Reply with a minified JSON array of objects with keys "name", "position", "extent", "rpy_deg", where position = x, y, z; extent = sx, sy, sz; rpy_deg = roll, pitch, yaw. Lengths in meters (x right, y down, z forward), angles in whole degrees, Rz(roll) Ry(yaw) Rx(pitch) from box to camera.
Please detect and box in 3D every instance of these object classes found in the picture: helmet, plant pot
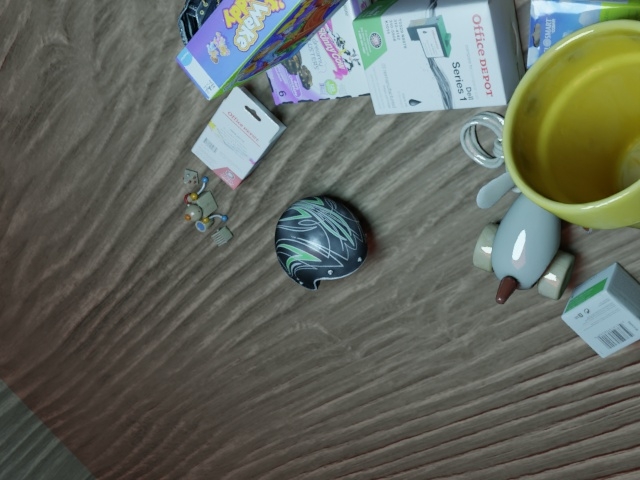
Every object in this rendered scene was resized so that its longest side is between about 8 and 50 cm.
[{"name":"helmet","position":[0.000,0.000,1.510],"extent":[0.169,0.169,0.161],"rpy_deg":[42,151,0]},{"name":"plant pot","position":[0.408,-0.121,1.076],"extent":[0.239,0.253,0.254],"rpy_deg":[22,149,-40]}]

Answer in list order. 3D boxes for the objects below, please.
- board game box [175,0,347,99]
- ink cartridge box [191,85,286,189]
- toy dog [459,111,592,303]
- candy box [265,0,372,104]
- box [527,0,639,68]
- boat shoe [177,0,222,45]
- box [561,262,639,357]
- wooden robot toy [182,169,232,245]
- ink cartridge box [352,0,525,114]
[{"name":"board game box","position":[-0.020,-0.352,1.125],"extent":[0.078,0.233,0.347],"rpy_deg":[51,132,-2]},{"name":"ink cartridge box","position":[-0.143,-0.199,1.524],"extent":[0.115,0.067,0.198],"rpy_deg":[43,136,-2]},{"name":"toy dog","position":[0.318,-0.030,1.279],"extent":[0.220,0.161,0.333],"rpy_deg":[2,122,32]},{"name":"candy box","position":[-0.001,-0.316,1.342],"extent":[0.196,0.070,0.164],"rpy_deg":[0,120,33]},{"name":"box","position":[0.381,-0.283,1.136],"extent":[0.178,0.042,0.109],"rpy_deg":[12,127,25]},{"name":"boat shoe","position":[-0.195,-0.414,1.389],"extent":[0.065,0.083,0.183],"rpy_deg":[22,131,19]},{"name":"box","position":[0.469,0.113,1.336],"extent":[0.102,0.087,0.101],"rpy_deg":[44,134,-1]},{"name":"wooden robot toy","position":[-0.254,-0.056,1.692],"extent":[0.076,0.079,0.173],"rpy_deg":[-8,116,37]},{"name":"ink cartridge box","position":[0.178,-0.283,1.234],"extent":[0.220,0.092,0.160],"rpy_deg":[1,122,33]}]
